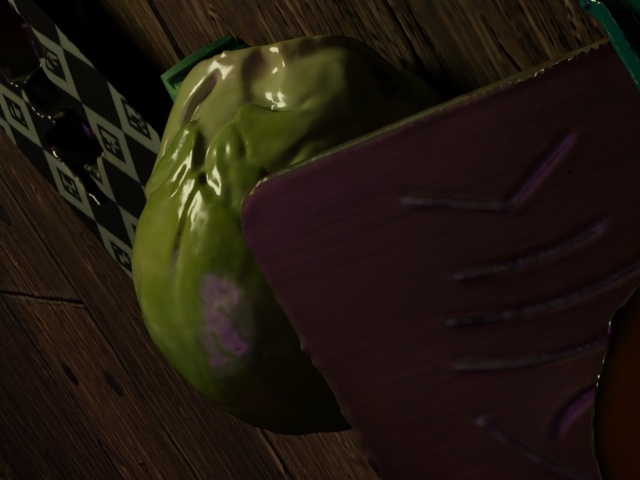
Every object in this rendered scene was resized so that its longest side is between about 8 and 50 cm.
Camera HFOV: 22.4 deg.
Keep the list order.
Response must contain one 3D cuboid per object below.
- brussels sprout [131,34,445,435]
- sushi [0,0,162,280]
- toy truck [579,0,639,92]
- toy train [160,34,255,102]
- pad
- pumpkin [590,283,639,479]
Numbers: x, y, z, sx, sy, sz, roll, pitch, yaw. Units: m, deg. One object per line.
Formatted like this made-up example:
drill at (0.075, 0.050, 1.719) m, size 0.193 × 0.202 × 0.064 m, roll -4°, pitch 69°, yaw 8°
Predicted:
brussels sprout at (0.000, 0.000, 0.984) m, size 0.244 × 0.244 × 0.244 m, roll 41°, pitch 154°, yaw 25°
sushi at (-0.202, -0.118, 1.382) m, size 0.292 × 0.059 × 0.294 m, roll 48°, pitch 156°, yaw 12°
toy truck at (0.163, -0.120, 0.652) m, size 0.116 × 0.110 × 0.216 m, roll 45°, pitch 158°, yaw 44°
toy train at (-0.026, -0.044, 1.147) m, size 0.132 × 0.083 × 0.200 m, roll 36°, pitch 154°, yaw 57°
pad at (0.133, 0.047, 0.839) m, size 0.286 × 0.018 × 0.284 m, roll -20°, pitch 110°, yaw 26°
pumpkin at (0.257, 0.069, 0.763) m, size 0.278 × 0.163 × 0.111 m, roll 12°, pitch -179°, yaw -3°
